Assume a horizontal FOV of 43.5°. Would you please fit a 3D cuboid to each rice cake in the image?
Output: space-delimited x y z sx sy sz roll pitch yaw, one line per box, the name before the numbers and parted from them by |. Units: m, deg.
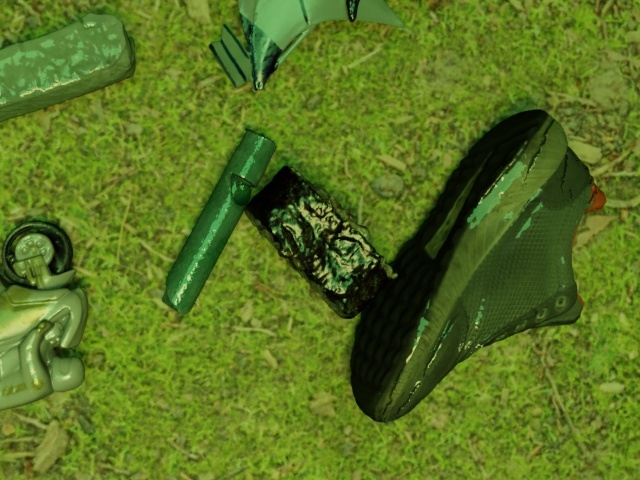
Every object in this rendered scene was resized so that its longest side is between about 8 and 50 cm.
rice cake | -0.267 -0.150 0.729 0.207 0.069 0.063 -21 94 -10

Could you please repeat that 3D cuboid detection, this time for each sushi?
sushi | 0.000 0.000 0.763 0.078 0.090 0.150 -45 98 -3

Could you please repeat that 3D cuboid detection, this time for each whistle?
whistle | -0.099 -0.018 0.772 0.039 0.039 0.186 29 85 -8

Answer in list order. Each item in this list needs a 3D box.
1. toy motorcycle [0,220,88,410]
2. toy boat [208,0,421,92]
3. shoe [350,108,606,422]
toy motorcycle | -0.287 0.097 0.724 0.151 0.074 0.228 42 75 -2
toy boat | 0.028 -0.265 0.782 0.210 0.070 0.291 19 91 -4
shoe | 0.169 0.049 0.783 0.171 0.132 0.336 36 82 -17
